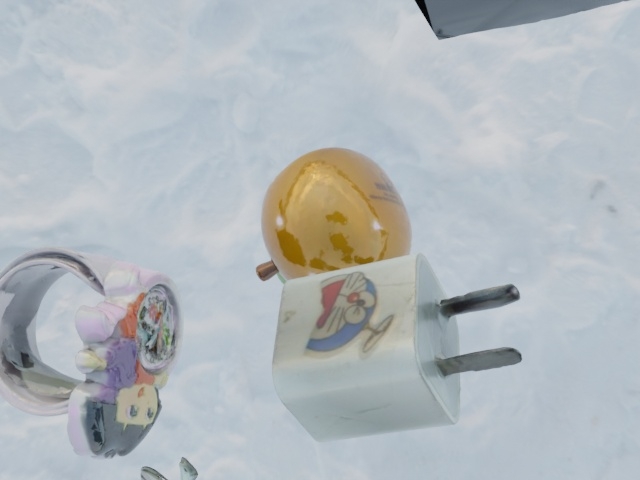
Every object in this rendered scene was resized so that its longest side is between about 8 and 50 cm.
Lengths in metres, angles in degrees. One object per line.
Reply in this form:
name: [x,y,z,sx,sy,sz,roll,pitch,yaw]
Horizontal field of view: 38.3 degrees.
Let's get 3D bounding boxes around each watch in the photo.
watch: [-0.307,0.132,1.120,0.231,0.196,0.244,4,86,18]

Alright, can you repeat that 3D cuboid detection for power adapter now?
power adapter: [0.077,0.090,0.812,0.204,0.130,0.125,-14,136,21]

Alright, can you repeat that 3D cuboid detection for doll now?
doll: [0.000,0.000,1.213,0.236,0.213,0.213,-38,94,24]

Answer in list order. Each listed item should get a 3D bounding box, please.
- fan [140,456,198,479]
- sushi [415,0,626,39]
fan: [-0.137,0.276,0.945,0.152,0.227,0.008,39,58,17]
sushi: [0.137,-0.250,0.510,0.227,0.215,0.212,-18,71,17]
